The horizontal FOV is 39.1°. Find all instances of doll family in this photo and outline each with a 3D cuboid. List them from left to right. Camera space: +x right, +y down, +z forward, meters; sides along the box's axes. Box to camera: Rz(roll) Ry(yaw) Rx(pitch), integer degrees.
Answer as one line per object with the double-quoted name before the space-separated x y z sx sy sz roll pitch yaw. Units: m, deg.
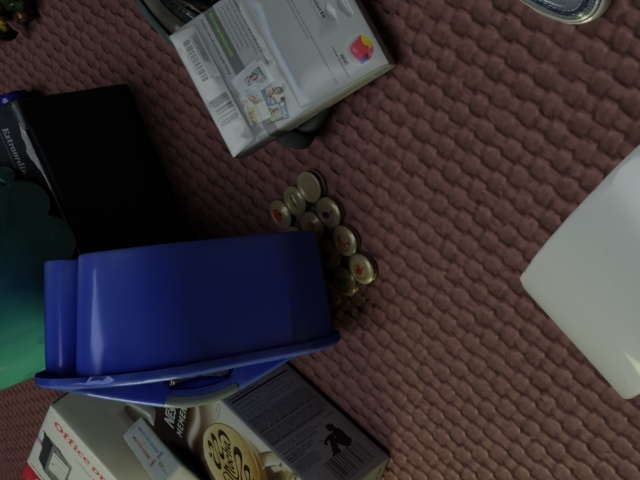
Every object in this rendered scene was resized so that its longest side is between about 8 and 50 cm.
"doll family" -0.492 -0.339 1.328 0.193 0.076 0.111 24 156 50

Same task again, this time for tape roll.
"tape roll" 0.261 -0.032 0.547 0.100 0.286 0.286 50 137 17

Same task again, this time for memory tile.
"memory tile" 0.000 0.000 1.039 0.113 0.012 0.148 -38 81 48

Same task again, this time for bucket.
"bucket" -0.426 0.063 1.034 0.281 0.183 0.281 8 109 25

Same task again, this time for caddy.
"caddy" -0.142 0.092 0.989 0.241 0.341 0.179 -6 90 56

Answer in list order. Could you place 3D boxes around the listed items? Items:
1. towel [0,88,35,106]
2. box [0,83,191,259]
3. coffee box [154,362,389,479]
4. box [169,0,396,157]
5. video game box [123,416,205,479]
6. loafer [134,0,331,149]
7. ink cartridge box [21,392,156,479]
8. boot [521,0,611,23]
"towel" -0.469 -0.077 1.450 0.227 0.076 0.308 -6 103 51
"box" -0.410 -0.001 1.237 0.395 0.212 0.293 -19 95 31
"coffee box" -0.073 0.258 1.165 0.297 0.119 0.168 38 134 27
"box" -0.040 -0.190 0.900 0.186 0.038 0.145 -30 87 20
"video game box" -0.173 0.353 1.270 0.205 0.048 0.187 49 165 -25
"loafer" -0.088 -0.214 0.980 0.267 0.096 0.084 44 116 12
"ink cartridge box" -0.354 0.373 1.483 0.226 0.131 0.306 45 140 9
"boot" 0.138 -0.232 0.719 0.190 0.086 0.069 44 135 22
